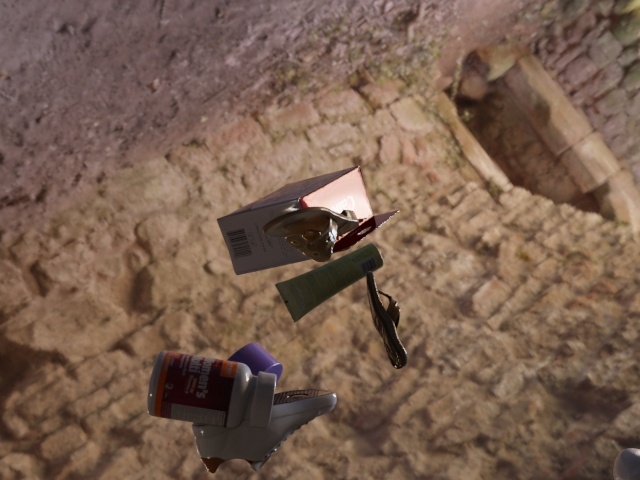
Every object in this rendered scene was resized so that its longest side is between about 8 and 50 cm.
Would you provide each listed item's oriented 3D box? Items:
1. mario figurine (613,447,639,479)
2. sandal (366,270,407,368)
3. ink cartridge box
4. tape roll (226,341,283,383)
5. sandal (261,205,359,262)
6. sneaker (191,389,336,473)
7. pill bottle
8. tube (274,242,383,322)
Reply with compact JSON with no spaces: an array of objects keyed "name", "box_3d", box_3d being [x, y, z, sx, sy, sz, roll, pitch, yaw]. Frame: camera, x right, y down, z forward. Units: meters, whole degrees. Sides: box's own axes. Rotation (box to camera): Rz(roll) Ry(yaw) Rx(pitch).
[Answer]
[{"name":"mario figurine","box_3d":[0.442,0.364,0.877,0.320,0.198,0.170,-22,-152,50]},{"name":"sandal","box_3d":[0.115,0.129,1.233,0.049,0.180,0.072,-16,143,-8]},{"name":"ink cartridge box","box_3d":[-0.014,-0.055,1.583,0.271,0.130,0.309,-12,-168,29]},{"name":"tape roll","box_3d":[-0.176,0.329,1.691,0.189,0.080,0.189,-44,159,-22]},{"name":"sandal","box_3d":[0.005,-0.003,1.251,0.088,0.079,0.240,-34,164,30]},{"name":"sneaker","box_3d":[-0.100,0.375,1.463,0.289,0.123,0.106,-13,-178,-15]},{"name":"pill bottle","box_3d":[-0.197,0.278,1.366,0.221,0.121,0.121,10,166,-3]},{"name":"tube","box_3d":[0.023,0.083,1.631,0.240,0.070,0.062,-28,135,-17]}]
